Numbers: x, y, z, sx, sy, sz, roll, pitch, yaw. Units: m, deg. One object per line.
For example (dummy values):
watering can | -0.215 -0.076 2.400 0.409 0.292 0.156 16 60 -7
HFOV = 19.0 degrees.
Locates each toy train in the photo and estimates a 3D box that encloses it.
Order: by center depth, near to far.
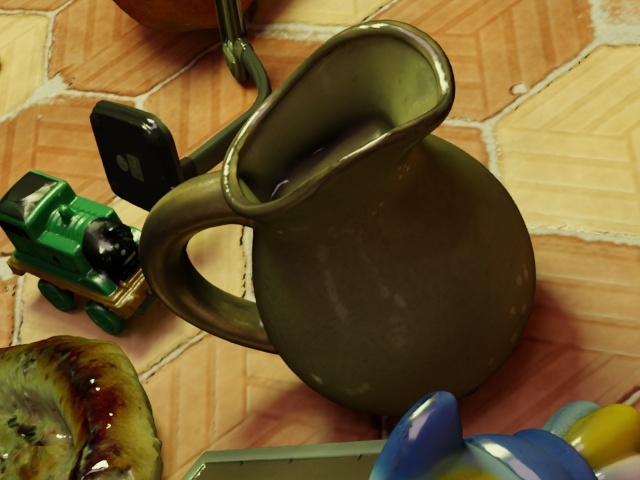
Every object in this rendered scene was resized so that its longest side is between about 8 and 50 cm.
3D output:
toy train | -0.233 0.007 1.870 0.228 0.136 0.091 18 59 44

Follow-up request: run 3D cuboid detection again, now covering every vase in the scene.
vase | 0.000 0.000 1.616 0.329 0.302 0.241 -13 44 19

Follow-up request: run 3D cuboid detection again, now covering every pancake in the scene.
pancake | -0.283 0.188 1.595 0.305 0.067 0.427 -40 29 -4

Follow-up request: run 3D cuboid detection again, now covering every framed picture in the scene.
framed picture | -0.063 0.245 1.532 0.293 0.018 0.231 -11 31 48

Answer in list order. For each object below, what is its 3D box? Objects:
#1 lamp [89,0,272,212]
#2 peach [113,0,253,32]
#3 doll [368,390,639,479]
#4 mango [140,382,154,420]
lamp | -0.126 -0.178 1.915 0.124 0.203 0.283 8 41 29
peach | -0.158 -0.337 2.107 0.232 0.232 0.256 -10 25 21
doll | 0.128 0.260 1.338 0.365 0.376 0.187 -103 34 -48
mango | -0.206 0.174 1.711 0.119 0.100 0.178 -28 46 -1
